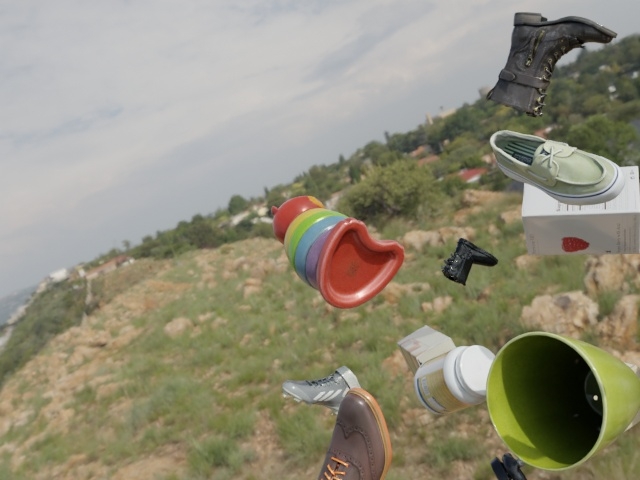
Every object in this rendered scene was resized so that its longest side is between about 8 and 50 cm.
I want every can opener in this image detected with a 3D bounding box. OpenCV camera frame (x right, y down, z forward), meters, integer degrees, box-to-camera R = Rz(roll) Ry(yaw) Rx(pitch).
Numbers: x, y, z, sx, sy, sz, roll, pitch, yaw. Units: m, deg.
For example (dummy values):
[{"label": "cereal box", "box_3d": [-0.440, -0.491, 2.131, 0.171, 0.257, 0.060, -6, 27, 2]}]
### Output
[{"label": "can opener", "box_3d": [0.496, 0.604, 1.595, 0.073, 0.186, 0.059, -48, -37, 19]}]

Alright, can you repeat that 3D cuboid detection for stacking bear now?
[{"label": "stacking bear", "box_3d": [0.000, 0.000, 1.297, 0.164, 0.175, 0.289, -58, 37, 6]}]

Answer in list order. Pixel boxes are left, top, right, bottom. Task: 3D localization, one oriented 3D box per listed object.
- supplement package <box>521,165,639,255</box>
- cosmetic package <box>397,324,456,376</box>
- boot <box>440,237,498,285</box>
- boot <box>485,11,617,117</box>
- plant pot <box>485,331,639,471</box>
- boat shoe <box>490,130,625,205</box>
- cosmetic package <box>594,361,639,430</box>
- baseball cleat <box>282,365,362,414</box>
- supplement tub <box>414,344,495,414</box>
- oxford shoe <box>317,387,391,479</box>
[{"label": "supplement package", "box_3d": [0.721, -0.077, 1.807, 0.292, 0.178, 0.175, -2, 49, 24]}, {"label": "cosmetic package", "box_3d": [0.359, 0.384, 2.111, 0.129, 0.153, 0.296, -29, 1, -4]}, {"label": "boot", "box_3d": [0.355, 0.061, 1.560, 0.099, 0.121, 0.045, -62, 10, -13]}, {"label": "boot", "box_3d": [0.529, -0.399, 1.512, 0.263, 0.229, 0.091, 21, 18, 36]}, {"label": "plant pot", "box_3d": [0.560, 0.331, 1.406, 0.293, 0.275, 0.274, 4, -13, -38]}, {"label": "boat shoe", "box_3d": [0.463, -0.151, 1.324, 0.302, 0.094, 0.109, 27, 84, 52]}, {"label": "cosmetic package", "box_3d": [0.752, 0.468, 1.807, 0.309, 0.160, 0.113, -23, 12, -24]}, {"label": "baseball cleat", "box_3d": [0.008, 0.313, 1.420, 0.072, 0.206, 0.109, 28, 89, 48]}, {"label": "supplement tub", "box_3d": [0.342, 0.348, 1.632, 0.144, 0.144, 0.199, -26, -10, -34]}, {"label": "oxford shoe", "box_3d": [0.044, 0.366, 1.019, 0.096, 0.272, 0.098, 11, 14, 40]}]
